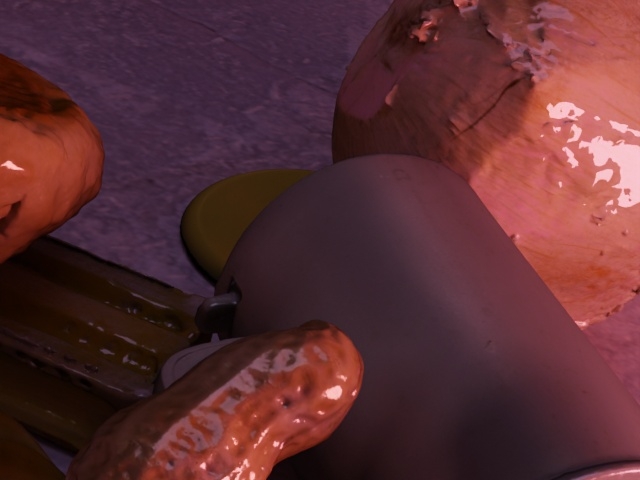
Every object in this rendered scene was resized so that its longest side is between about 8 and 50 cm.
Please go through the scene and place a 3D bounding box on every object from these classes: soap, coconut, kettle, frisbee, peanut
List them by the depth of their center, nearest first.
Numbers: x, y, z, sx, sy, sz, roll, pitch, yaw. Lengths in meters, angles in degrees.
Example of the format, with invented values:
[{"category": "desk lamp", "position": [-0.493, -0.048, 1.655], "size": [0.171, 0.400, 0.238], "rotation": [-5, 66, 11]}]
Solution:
[{"category": "peanut", "position": [-0.050, 0.102, 0.770], "size": [0.174, 0.080, 0.080], "rotation": [-33, 48, -20]}, {"category": "kettle", "position": [0.058, 0.101, 0.902], "size": [0.265, 0.205, 0.318], "rotation": [30, 19, -39]}, {"category": "soap", "position": [-0.196, 0.060, 1.035], "size": [0.233, 0.076, 0.135], "rotation": [20, 32, 13]}, {"category": "coconut", "position": [0.145, -0.092, 1.168], "size": [0.255, 0.297, 0.297], "rotation": [15, 27, -23]}, {"category": "frisbee", "position": [0.000, 0.000, 1.254], "size": [0.236, 0.017, 0.236], "rotation": [8, 30, -5]}]

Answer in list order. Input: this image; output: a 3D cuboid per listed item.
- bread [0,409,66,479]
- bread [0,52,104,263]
[{"category": "bread", "position": [-0.268, 0.164, 0.759], "size": [0.333, 0.160, 0.333], "rotation": [8, 32, -5]}, {"category": "bread", "position": [-0.266, -0.063, 0.983], "size": [0.244, 0.134, 0.244], "rotation": [24, 16, -7]}]
